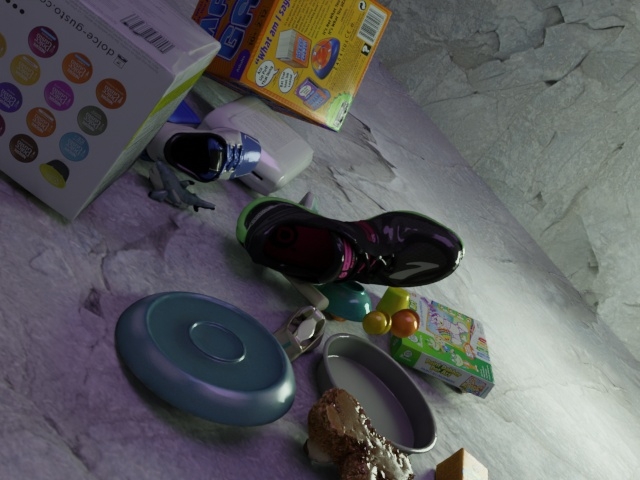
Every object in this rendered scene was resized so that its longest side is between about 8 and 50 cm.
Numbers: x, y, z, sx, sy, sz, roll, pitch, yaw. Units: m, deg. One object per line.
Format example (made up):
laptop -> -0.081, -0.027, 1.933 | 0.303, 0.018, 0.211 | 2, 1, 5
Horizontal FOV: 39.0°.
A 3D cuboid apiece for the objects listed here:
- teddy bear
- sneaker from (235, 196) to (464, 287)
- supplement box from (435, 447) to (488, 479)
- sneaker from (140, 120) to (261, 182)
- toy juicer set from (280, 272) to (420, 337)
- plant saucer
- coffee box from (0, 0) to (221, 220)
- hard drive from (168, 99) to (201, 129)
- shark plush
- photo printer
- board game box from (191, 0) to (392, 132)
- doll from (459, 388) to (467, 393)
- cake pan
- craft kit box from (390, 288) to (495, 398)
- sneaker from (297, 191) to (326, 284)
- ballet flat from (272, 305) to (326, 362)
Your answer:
teddy bear -> 0.086, 0.411, 1.533 | 0.338, 0.113, 0.245 | 44, 28, -18
sneaker -> 0.063, 0.032, 1.877 | 0.482, 0.185, 0.202 | 5, 24, -7
supplement box -> 0.263, 0.491, 1.688 | 0.078, 0.080, 0.233 | 41, 20, -9
sneaker -> -0.237, -0.175, 1.922 | 0.315, 0.127, 0.182 | 6, 16, -46
toy juicer set -> 0.059, 0.149, 1.928 | 0.329, 0.089, 0.209 | 15, 19, -20
plant saucer -> -0.176, 0.177, 1.481 | 0.317, 0.044, 0.317 | 24, 23, -11
coffee box -> -0.436, -0.301, 1.613 | 0.337, 0.334, 0.338 | 38, 21, -8
hard drive -> -0.432, -0.336, 2.068 | 0.210, 0.040, 0.318 | 49, 23, 14
shark plush -> -0.285, -0.100, 1.852 | 0.161, 0.067, 0.073 | 36, 23, -17
photo printer -> -0.162, -0.237, 2.249 | 0.256, 0.107, 0.307 | 41, 23, -1
board game box -> -0.105, -0.548, 2.423 | 0.356, 0.356, 0.356 | 22, 3, -41
doll -> 0.339, 0.298, 2.200 | 0.129, 0.046, 0.189 | 30, 25, -26
cake pan -> 0.105, 0.310, 1.780 | 0.293, 0.054, 0.293 | 35, 24, -18
craft kit box -> 0.282, 0.235, 2.139 | 0.246, 0.061, 0.250 | 22, 28, -10
sneaker -> 0.000, 0.001, 2.105 | 0.151, 0.094, 0.256 | 28, 36, -19
ballet flat -> -0.030, 0.174, 1.766 | 0.086, 0.086, 0.248 | 44, 22, 2
